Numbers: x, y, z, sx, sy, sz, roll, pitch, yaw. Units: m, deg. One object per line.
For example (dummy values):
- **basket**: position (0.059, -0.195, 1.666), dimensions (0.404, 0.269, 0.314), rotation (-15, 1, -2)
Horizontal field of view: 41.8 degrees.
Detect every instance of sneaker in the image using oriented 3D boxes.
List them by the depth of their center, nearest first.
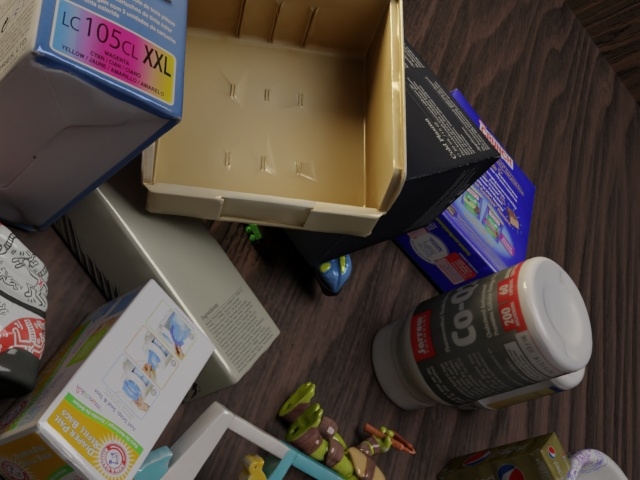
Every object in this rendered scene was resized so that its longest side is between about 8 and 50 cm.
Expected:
- **sneaker**: position (-0.360, 0.033, 0.729), dimensions (0.270, 0.090, 0.145), rotation (31, 46, -40)
- **sneaker**: position (0.000, 0.000, 1.203), dimensions (0.067, 0.078, 0.188), rotation (-2, 49, -12)

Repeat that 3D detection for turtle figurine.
- **turtle figurine**: position (0.040, 0.280, 1.060), dimensions (0.217, 0.087, 0.269), rotation (47, 17, -15)

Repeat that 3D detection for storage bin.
- **storage bin**: position (-0.052, -0.153, 0.910), dimensions (0.262, 0.123, 0.260), rotation (6, 64, -11)

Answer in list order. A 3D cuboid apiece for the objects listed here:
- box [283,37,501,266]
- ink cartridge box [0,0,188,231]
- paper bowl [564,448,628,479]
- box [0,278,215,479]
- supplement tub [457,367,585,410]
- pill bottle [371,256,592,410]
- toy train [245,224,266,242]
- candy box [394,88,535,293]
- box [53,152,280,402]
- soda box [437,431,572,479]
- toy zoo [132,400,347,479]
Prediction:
- **box**: position (0.029, -0.174, 1.179), dimensions (0.313, 0.179, 0.343), rotation (-16, 66, -53)
- **ink cartridge box**: position (-0.265, -0.246, 0.854), dimensions (0.151, 0.270, 0.395), rotation (23, 53, -39)
- **paper bowl**: position (0.397, 0.480, 1.311), dimensions (0.284, 0.148, 0.284), rotation (29, 48, -37)
- **box**: position (-0.211, 0.151, 0.811), dimensions (0.103, 0.114, 0.203), rotation (51, 37, -18)
- **supplement tub**: position (0.297, 0.186, 1.325), dimensions (0.144, 0.200, 0.144), rotation (28, 50, -39)
- **pill bottle**: position (0.220, 0.142, 1.189), dimensions (0.161, 0.283, 0.161), rotation (27, 50, -38)
- **toy train**: position (-0.098, -0.037, 1.134), dimensions (0.017, 0.024, 0.083), rotation (-24, 88, -53)
- **candy box**: position (0.252, -0.070, 1.492), dimensions (0.268, 0.122, 0.317), rotation (46, 41, -20)
- **box**: position (-0.174, 0.037, 0.942), dimensions (0.275, 0.094, 0.113), rotation (56, 37, -8)
- **soda box**: position (0.264, 0.333, 1.211), dimensions (0.061, 0.181, 0.058), rotation (-26, 90, -53)
- **toy zoo**: position (-0.083, 0.292, 0.856), dimensions (0.293, 0.030, 0.192), rotation (37, 83, -29)
